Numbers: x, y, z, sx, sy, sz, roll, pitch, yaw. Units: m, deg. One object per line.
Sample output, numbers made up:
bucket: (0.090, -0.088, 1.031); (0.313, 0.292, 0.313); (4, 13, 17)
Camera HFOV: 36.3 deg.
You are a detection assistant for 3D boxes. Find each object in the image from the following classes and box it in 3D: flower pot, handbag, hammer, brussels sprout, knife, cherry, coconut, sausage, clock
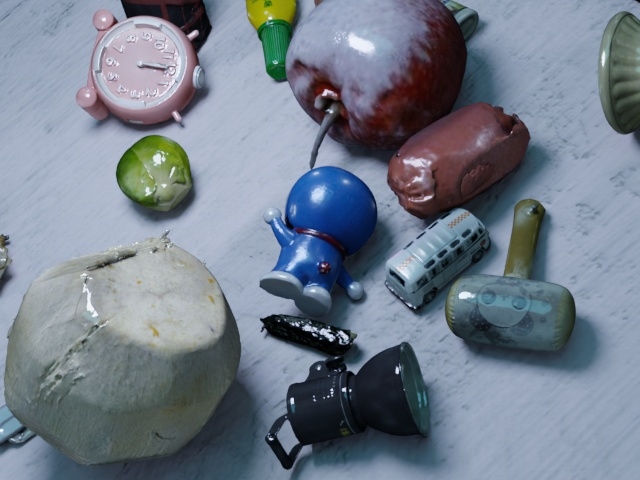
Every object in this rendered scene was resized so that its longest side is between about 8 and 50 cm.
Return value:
flower pot: (0.613, -0.280, 1.628); (0.244, 0.307, 0.307); (3, 55, 38)
handbag: (-0.333, -0.519, 2.106); (0.169, 0.215, 0.155); (14, 52, 20)
hammer: (0.326, 0.041, 1.593); (0.202, 0.113, 0.305); (8, 50, 18)
brussels sprout: (-0.316, -0.129, 1.880); (0.155, 0.117, 0.155); (-1, 82, 4)
knife: (-0.455, 0.267, 1.687); (0.266, 0.040, 0.073); (-34, 64, -10)
cherry: (0.104, -0.328, 1.806); (0.327, 0.291, 0.334); (10, 50, 13)
coconut: (-0.318, 0.181, 1.522); (0.346, 0.360, 0.346); (19, 42, -18)
sausage: (0.236, -0.140, 1.694); (0.280, 0.152, 0.152); (-33, 52, -24)
clock: (-0.357, -0.349, 2.032); (0.241, 0.142, 0.227); (7, 82, 11)

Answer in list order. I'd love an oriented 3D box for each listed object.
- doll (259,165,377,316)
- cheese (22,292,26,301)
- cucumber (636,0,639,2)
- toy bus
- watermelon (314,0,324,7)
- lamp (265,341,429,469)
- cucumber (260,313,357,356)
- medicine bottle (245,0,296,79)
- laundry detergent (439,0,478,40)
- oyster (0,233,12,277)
doll: (0.000, 0.000, 1.673); (0.161, 0.215, 0.256); (-21, 38, 60)
cheese: (-0.519, 0.175, 1.766); (0.065, 0.043, 0.193); (-8, 53, 12)
cucumber: (0.594, -0.509, 1.940); (0.034, 0.033, 0.135); (-33, 53, -4)
toy bus: (0.197, 0.022, 1.640); (0.194, 0.089, 0.087); (-38, 54, -13)
watermelon: (0.033, -0.498, 2.090); (0.101, 0.080, 0.155); (13, 49, -18)
lamp: (0.040, 0.246, 1.509); (0.228, 0.147, 0.172); (-14, 39, 16)
cucumber: (-0.021, 0.153, 1.634); (0.182, 0.053, 0.053); (14, 60, 25)
medicine bottle: (-0.101, -0.467, 2.083); (0.111, 0.076, 0.308); (-16, 52, 12)
laundry detergent: (0.209, -0.470, 2.002); (0.226, 0.070, 0.099); (35, 79, 34)
oyster: (-0.725, -0.015, 1.910); (0.198, 0.133, 0.337); (-26, 57, -13)
